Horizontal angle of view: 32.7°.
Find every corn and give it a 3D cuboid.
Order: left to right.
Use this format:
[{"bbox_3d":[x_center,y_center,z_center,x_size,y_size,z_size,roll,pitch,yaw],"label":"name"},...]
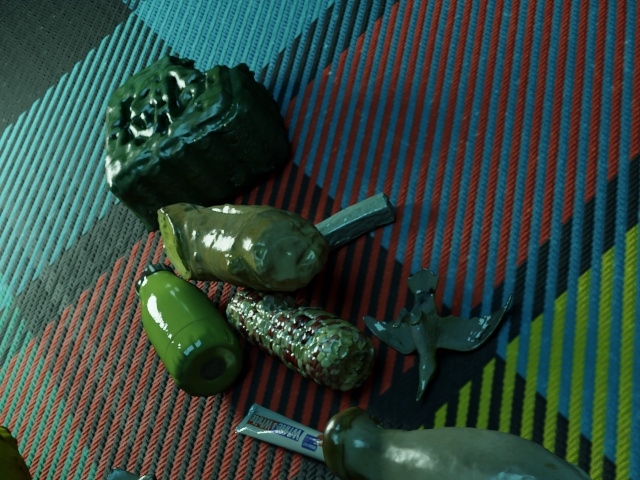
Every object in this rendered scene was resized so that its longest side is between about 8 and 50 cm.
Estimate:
[{"bbox_3d":[-0.037,0.128,1.531,0.098,0.098,0.290,-52,38,-11],"label":"corn"}]

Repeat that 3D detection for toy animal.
[{"bbox_3d":[0.126,0.123,1.412,0.219,0.095,0.155,-5,49,35],"label":"toy animal"}]

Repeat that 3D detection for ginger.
[{"bbox_3d":[-0.125,0.004,1.600,0.354,0.126,0.190,8,25,39],"label":"ginger"}]

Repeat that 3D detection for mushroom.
[{"bbox_3d":[0.150,0.267,1.248,0.350,0.128,0.128,8,61,40],"label":"mushroom"}]

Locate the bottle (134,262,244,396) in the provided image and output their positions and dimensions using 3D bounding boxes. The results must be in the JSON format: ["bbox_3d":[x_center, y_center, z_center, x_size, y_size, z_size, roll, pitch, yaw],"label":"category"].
[{"bbox_3d":[-0.211,0.124,1.652,0.112,0.112,0.260,-43,41,-1],"label":"bottle"}]

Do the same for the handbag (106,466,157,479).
[{"bbox_3d":[-0.230,0.433,1.431,0.247,0.079,0.260,4,58,38],"label":"handbag"}]

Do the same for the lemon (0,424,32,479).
[{"bbox_3d":[-0.533,0.388,1.604,0.204,0.204,0.260,4,55,39],"label":"lemon"}]

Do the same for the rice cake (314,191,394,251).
[{"bbox_3d":[0.000,0.000,1.649,0.245,0.042,0.045,-29,41,15],"label":"rice cake"}]

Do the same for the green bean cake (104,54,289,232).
[{"bbox_3d":[-0.227,-0.205,1.903,0.300,0.169,0.308,-29,42,15],"label":"green bean cake"}]

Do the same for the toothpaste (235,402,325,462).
[{"bbox_3d":[-0.033,0.265,1.462,0.218,0.033,0.052,10,57,47],"label":"toothpaste"}]
